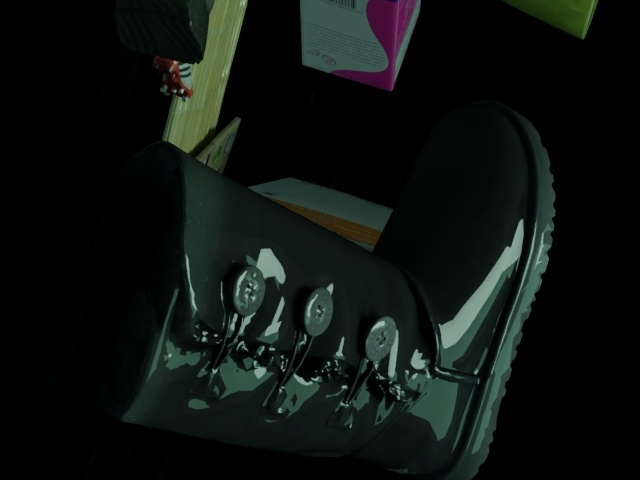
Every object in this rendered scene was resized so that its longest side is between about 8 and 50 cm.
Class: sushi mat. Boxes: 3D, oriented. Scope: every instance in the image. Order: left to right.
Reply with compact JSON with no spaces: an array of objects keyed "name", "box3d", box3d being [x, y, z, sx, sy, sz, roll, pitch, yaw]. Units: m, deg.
[{"name":"sushi mat","box3d":[-0.088,-0.186,1.467,0.151,0.019,0.317,-55,162,-70]}]

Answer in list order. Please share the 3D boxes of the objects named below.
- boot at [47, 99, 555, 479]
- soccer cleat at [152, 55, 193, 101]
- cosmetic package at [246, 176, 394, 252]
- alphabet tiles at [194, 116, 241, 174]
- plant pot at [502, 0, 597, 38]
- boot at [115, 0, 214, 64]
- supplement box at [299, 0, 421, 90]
[{"name":"boot","box3d":[0.000,0.002,1.457,0.445,0.146,0.367,19,75,-43]},{"name":"soccer cleat","box3d":[-0.113,-0.137,1.371,0.083,0.029,0.036,69,43,-71]},{"name":"cosmetic package","box3d":[0.007,0.045,1.897,0.453,0.230,0.161,-28,134,-80]},{"name":"alphabet tiles","box3d":[-0.137,0.021,1.558,0.198,0.009,0.237,-56,169,-65]},{"name":"plant pot","box3d":[0.231,-0.426,2.159,0.275,0.293,0.275,19,90,-83]},{"name":"boot","box3d":[-0.095,-0.233,1.151,0.246,0.083,0.161,102,1,-74]},{"name":"supplement box","box3d":[0.046,-0.269,1.888,0.220,0.111,0.114,91,17,-68]}]
